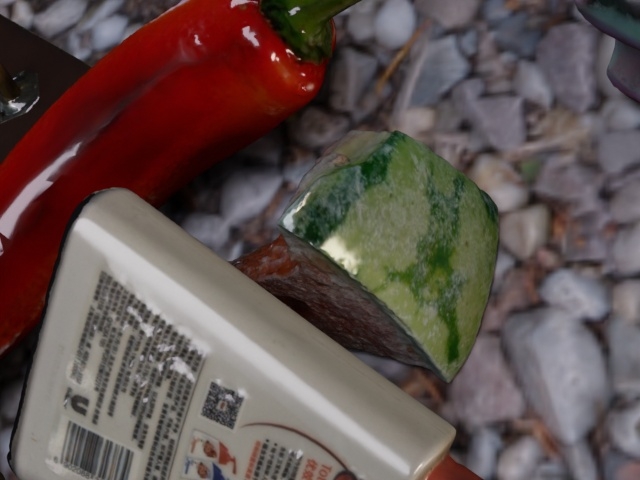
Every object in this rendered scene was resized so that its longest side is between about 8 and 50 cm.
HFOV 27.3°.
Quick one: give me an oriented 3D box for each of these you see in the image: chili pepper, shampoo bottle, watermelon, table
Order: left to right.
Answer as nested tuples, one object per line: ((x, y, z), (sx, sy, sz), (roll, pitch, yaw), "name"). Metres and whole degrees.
((-0.255, -0.106, 0.799), (0.240, 0.111, 0.122), (30, 84, 33), "table")
((-0.100, -0.033, 0.701), (0.368, 0.092, 0.137), (-44, 38, 12), "chili pepper")
((0.000, 0.099, 0.588), (0.284, 0.071, 0.153), (23, 105, 15), "shampoo bottle")
((0.022, 0.010, 0.658), (0.098, 0.121, 0.158), (-63, 12, -28), "watermelon")

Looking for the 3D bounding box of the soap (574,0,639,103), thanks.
((0.292, -0.090, 0.533), (0.323, 0.109, 0.193), (34, 85, 34), "soap")

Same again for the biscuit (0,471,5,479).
((-0.198, 0.272, 0.606), (0.332, 0.103, 0.332), (-10, 65, 21), "biscuit")
